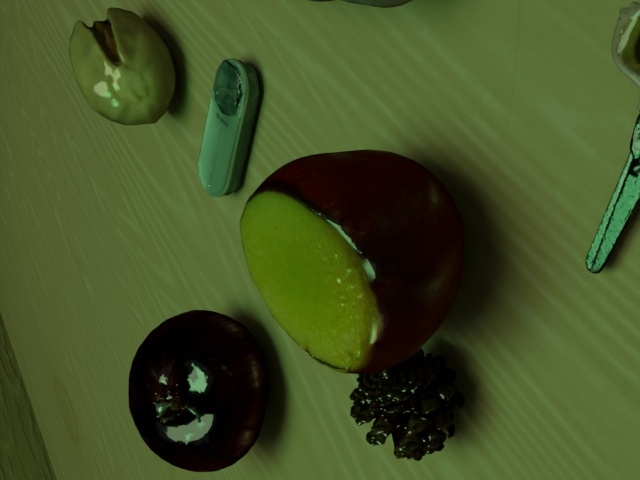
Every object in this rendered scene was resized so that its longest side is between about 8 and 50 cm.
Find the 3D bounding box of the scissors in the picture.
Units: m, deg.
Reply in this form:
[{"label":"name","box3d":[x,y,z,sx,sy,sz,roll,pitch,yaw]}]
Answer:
[{"label":"scissors","box3d":[0.299,-0.107,0.659,0.160,0.024,0.318,43,128,42]}]

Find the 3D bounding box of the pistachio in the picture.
[{"label":"pistachio","box3d":[-0.386,-0.343,1.485,0.299,0.187,0.188,60,140,39]}]

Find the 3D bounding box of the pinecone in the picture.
[{"label":"pinecone","box3d":[0.107,0.199,0.904,0.140,0.140,0.121,20,138,52]}]

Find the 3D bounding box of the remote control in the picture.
[{"label":"remote control","box3d":[-0.157,-0.187,1.279,0.104,0.052,0.247,46,131,39]}]

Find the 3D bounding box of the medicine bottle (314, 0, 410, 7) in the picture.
[{"label":"medicine bottle","box3d":[-0.026,-0.407,0.905,0.388,0.219,0.219,37,125,47]}]

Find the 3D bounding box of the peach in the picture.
[{"label":"peach","box3d":[0.048,0.013,0.857,0.249,0.245,0.274,53,169,-32]}]

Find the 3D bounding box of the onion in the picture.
[{"label":"onion","box3d":[-0.218,0.256,1.260,0.273,0.285,0.273,0,90,20]}]
